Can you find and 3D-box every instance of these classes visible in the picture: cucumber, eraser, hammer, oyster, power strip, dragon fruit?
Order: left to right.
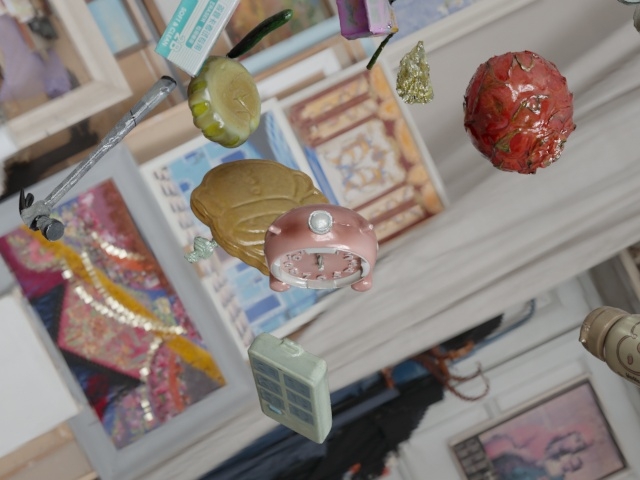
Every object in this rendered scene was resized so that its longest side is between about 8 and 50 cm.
[{"bbox_3d":[-0.440,-0.179,1.869,0.152,0.427,0.044,33,-17,37],"label":"hammer"},{"bbox_3d":[-0.230,-0.441,1.806,0.095,0.225,0.052,31,8,-2],"label":"eraser"},{"bbox_3d":[-0.130,-0.441,1.956,0.033,0.184,0.036,18,50,-49],"label":"cucumber"},{"bbox_3d":[-0.043,0.230,1.407,0.118,0.046,0.270,22,-29,16],"label":"power strip"},{"bbox_3d":[0.237,-0.396,2.242,0.121,0.146,0.045,45,-22,-15],"label":"oyster"},{"bbox_3d":[0.401,-0.258,1.856,0.252,0.241,0.241,58,2,-14],"label":"dragon fruit"}]

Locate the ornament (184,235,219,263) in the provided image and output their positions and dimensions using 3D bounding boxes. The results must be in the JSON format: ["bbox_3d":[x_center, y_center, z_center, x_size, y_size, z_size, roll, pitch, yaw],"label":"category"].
[{"bbox_3d":[-0.301,0.024,2.324,0.041,0.092,0.068,23,-17,45],"label":"ornament"}]

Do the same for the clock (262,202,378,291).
[{"bbox_3d":[0.000,0.000,1.811,0.241,0.227,0.142,88,2,-67],"label":"clock"}]

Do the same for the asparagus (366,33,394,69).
[{"bbox_3d":[0.145,-0.458,2.195,0.018,0.127,0.015,41,40,6],"label":"asparagus"}]

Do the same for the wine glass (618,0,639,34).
[{"bbox_3d":[0.723,-0.530,1.996,0.232,0.156,0.156,15,44,-54],"label":"wine glass"}]

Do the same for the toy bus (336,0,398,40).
[{"bbox_3d":[0.072,-0.505,1.663,0.112,0.090,0.274,-25,108,-55],"label":"toy bus"}]

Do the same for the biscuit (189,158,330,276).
[{"bbox_3d":[-0.129,-0.071,2.202,0.351,0.312,0.057,52,-32,27],"label":"biscuit"}]

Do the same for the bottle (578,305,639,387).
[{"bbox_3d":[0.470,0.159,1.315,0.209,0.110,0.097,33,-62,56],"label":"bottle"}]

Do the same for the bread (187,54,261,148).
[{"bbox_3d":[-0.218,-0.305,2.017,0.213,0.104,0.213,26,57,-51],"label":"bread"}]
